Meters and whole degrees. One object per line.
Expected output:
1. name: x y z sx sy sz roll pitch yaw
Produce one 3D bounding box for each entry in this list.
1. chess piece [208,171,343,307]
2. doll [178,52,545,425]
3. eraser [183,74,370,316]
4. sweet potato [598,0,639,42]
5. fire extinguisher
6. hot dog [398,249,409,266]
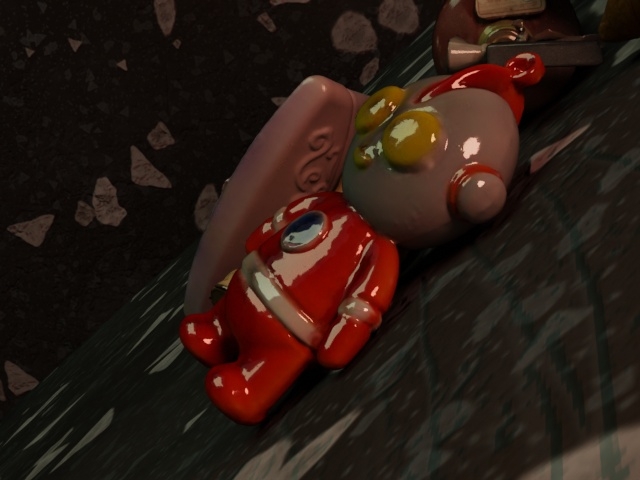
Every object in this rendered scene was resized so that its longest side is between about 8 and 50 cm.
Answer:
1. chess piece: -0.001 -0.001 0.810 0.172 0.060 0.060 -44 6 -25
2. doll: 0.026 -0.010 0.604 0.245 0.076 0.142 -46 35 7
3. eraser: -0.021 -0.016 0.910 0.243 0.059 0.204 -53 -19 17
4. sweet potato: 0.201 -0.152 0.550 0.055 0.058 0.202 -25 -5 -30
5. fire extinguisher: 0.128 -0.141 0.764 0.105 0.105 0.269 -41 7 17
6. hot dog: 0.005 0.021 0.683 0.133 0.041 0.056 -40 8 29
